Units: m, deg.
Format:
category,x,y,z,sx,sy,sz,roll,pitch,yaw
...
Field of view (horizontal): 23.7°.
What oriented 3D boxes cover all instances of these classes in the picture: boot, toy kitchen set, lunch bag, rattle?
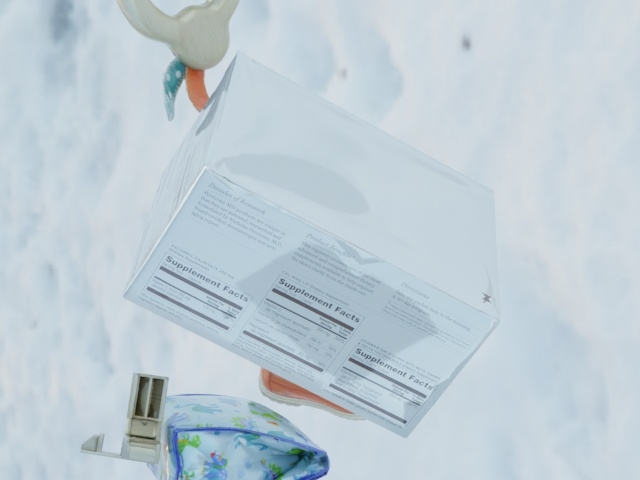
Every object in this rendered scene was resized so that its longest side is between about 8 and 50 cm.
category,x,y,z,sx,sy,sz,roll,pitch,yaw
boot,0.014,0.140,1.557,0.085,0.157,0.059,95,-179,-61
toy kitchen set,-0.171,0.153,1.335,0.083,0.068,0.075,154,125,-82
lunch bag,-0.080,0.197,1.432,0.129,0.151,0.096,-150,60,-69
rattle,-0.145,-0.210,1.404,0.142,0.130,0.200,10,118,43

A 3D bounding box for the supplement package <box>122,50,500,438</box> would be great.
category,x,y,z,sx,sy,sz,roll,pitch,yaw
supplement package,0.000,0.000,1.256,0.145,0.261,0.204,-54,15,30
